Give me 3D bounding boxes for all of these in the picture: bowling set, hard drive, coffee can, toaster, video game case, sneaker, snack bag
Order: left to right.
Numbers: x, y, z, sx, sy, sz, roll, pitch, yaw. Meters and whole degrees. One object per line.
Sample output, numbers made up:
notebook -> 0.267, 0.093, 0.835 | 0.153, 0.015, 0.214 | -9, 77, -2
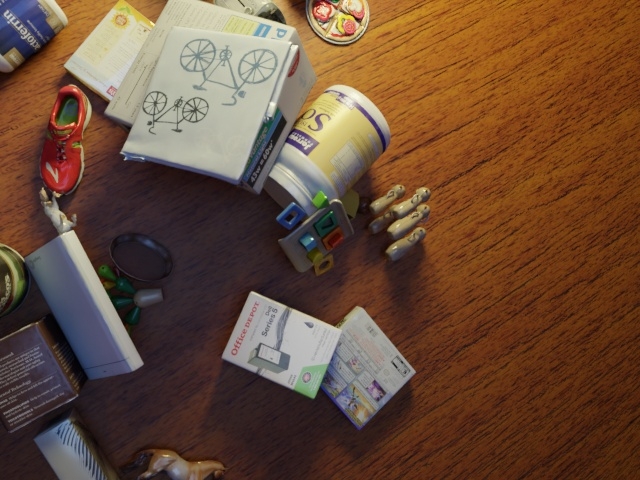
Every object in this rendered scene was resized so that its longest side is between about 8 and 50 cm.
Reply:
coffee can -> -0.797, 0.100, 1.184 | 0.202, 0.275, 0.201 | 0, 90, -17
sneaker -> -0.649, -0.255, 1.314 | 0.107, 0.118, 0.279 | 7, 87, -16
hard drive -> -0.583, 0.169, 1.281 | 0.047, 0.233, 0.353 | -32, 100, -49
snack bag -> -0.243, -0.298, 1.137 | 0.323, 0.037, 0.342 | 15, 80, 19
toaster -> -0.187, -0.613, 1.418 | 0.129, 0.227, 0.146 | -41, 87, 12
video game case -> 0.110, 0.376, 1.561 | 0.244, 0.061, 0.269 | -42, 100, -13
bowling set -> 0.216, -0.096, 1.544 | 0.154, 0.287, 0.200 | -35, 65, -20

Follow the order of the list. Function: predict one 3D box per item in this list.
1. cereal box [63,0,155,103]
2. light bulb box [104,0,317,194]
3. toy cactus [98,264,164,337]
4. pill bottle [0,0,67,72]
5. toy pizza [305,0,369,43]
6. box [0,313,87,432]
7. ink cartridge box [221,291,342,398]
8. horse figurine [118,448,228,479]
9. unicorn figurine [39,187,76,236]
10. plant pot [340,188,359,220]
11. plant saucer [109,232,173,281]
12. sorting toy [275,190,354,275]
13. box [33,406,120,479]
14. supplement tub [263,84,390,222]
cereal box -> -0.527, -0.488, 1.389 | 0.173, 0.047, 0.240 | 37, 80, -13
light bulb box -> -0.257, -0.357, 1.296 | 0.361, 0.225, 0.357 | 24, 82, 19
toy cactus -> -0.498, 0.157, 1.358 | 0.181, 0.112, 0.219 | -10, 102, -9
pill bottle -> -0.764, -0.505, 1.266 | 0.153, 0.153, 0.264 | 45, 79, -11
toy pizza -> 0.055, -0.692, 1.572 | 0.201, 0.032, 0.201 | 0, 89, -16
box -> -0.697, 0.312, 1.267 | 0.167, 0.168, 0.203 | -28, 97, -14
ink cartridge box -> -0.105, 0.282, 1.436 | 0.273, 0.115, 0.198 | 23, 82, 1
horse figurine -> -0.399, 0.632, 1.402 | 0.263, 0.066, 0.174 | 32, 71, -9
unicorn figurine -> -0.662, -0.048, 1.329 | 0.060, 0.111, 0.162 | -13, 71, -41
plant pot -> 0.068, -0.112, 1.548 | 0.081, 0.081, 0.083 | 32, 69, -14
plant saucer -> -0.467, 0.049, 1.363 | 0.168, 0.168, 0.029 | 31, 120, -14
sorting toy -> 0.000, 0.000, 1.418 | 0.196, 0.347, 0.047 | -36, 56, -5
box -> -0.600, 0.570, 1.325 | 0.094, 0.113, 0.275 | -30, 99, -16
supplement tub -> 0.006, -0.234, 1.444 | 0.241, 0.241, 0.331 | 45, 78, -11
